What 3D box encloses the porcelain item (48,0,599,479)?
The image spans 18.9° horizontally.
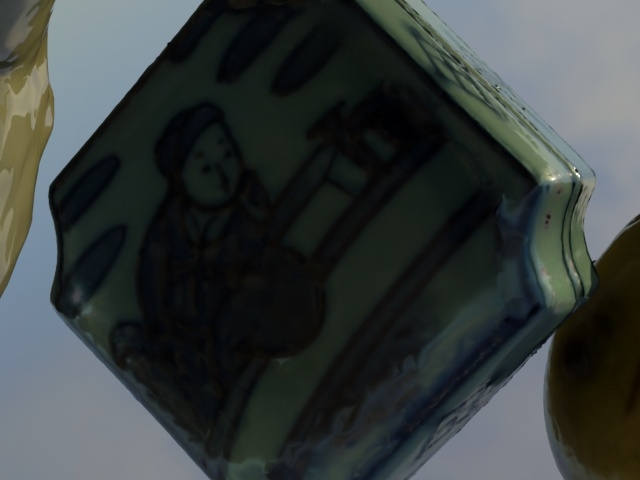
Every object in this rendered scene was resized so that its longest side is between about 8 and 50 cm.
[{"bbox_3d":[0.000,0.000,1.146,0.281,0.286,0.157,-46,168,16],"label":"porcelain item"}]

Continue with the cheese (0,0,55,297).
[{"bbox_3d":[-0.118,-0.178,0.491,0.351,0.129,0.328,106,-16,-51],"label":"cheese"}]

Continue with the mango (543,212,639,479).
[{"bbox_3d":[0.362,0.091,1.184,0.445,0.301,0.220,2,166,17],"label":"mango"}]
